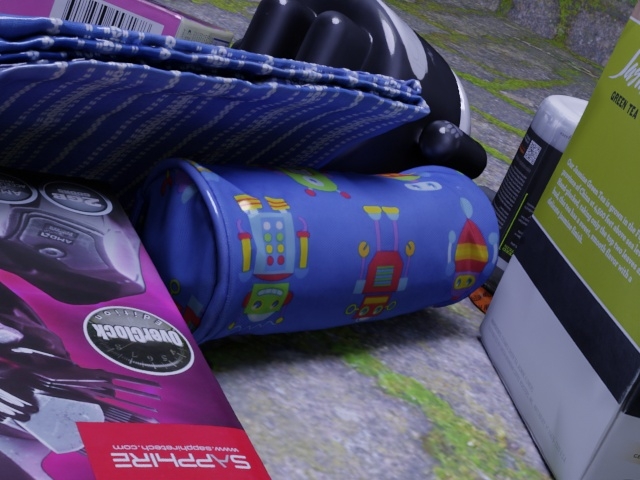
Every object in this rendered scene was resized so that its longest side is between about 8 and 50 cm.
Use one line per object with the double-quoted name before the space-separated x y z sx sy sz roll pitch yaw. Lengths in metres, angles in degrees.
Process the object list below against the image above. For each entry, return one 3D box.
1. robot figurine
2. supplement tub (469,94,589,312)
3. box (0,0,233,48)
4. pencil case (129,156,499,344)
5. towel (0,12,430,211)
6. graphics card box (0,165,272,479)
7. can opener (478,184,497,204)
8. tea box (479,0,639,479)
"robot figurine" 0.029 -0.123 0.932 0.278 0.173 0.209 21 44 -60
"supplement tub" 0.207 -0.019 0.884 0.117 0.190 0.117 20 23 -9
"box" -0.207 -0.166 0.861 0.213 0.117 0.243 22 9 1
"pencil case" 0.000 0.000 0.744 0.306 0.119 0.133 -4 32 -46
"towel" -0.119 -0.061 0.687 0.336 0.243 0.040 1 70 -41
"graphics card box" -0.164 0.079 0.457 0.233 0.094 0.371 7 26 -32
"can opener" 0.256 0.010 0.988 0.283 0.095 0.076 35 25 26
"tea box" 0.346 0.029 0.736 0.329 0.323 0.220 16 24 -17
